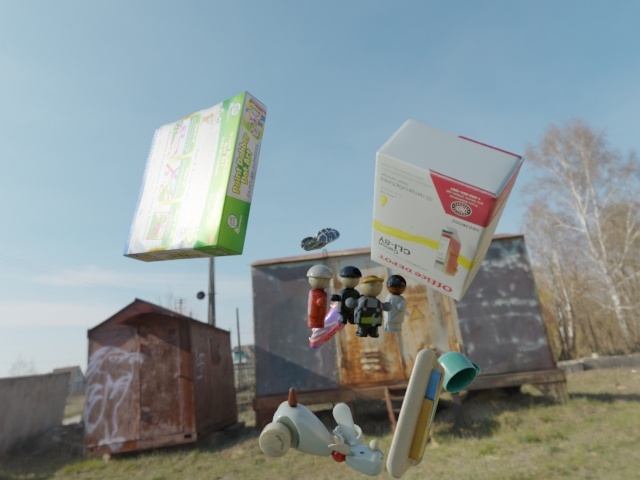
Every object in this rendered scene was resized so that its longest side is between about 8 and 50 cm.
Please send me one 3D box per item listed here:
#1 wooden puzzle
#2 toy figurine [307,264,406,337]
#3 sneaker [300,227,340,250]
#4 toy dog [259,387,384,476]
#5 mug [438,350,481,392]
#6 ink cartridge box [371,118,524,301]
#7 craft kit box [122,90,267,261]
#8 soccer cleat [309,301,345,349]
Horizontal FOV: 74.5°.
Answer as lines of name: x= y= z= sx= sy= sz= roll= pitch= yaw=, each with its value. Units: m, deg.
wooden puzzle: x=0.199 y=0.334 z=0.811 sx=0.044 sy=0.221 sz=0.238 roll=13 pitch=-17 yaw=27
toy figurine: x=0.087 y=0.132 z=0.976 sx=0.209 sy=0.148 sz=0.213 roll=2 pitch=-5 yaw=38
sneaker: x=0.000 y=0.000 z=1.402 sx=0.135 sy=0.052 sz=0.058 roll=-18 pitch=-24 yaw=1
toy dog: x=0.009 y=0.498 z=1.128 sx=0.334 sy=0.161 sz=0.220 roll=12 pitch=11 yaw=-13
mug: x=0.478 y=0.463 z=1.497 sx=0.158 sy=0.097 sz=0.129 roll=33 pitch=-77 yaw=-38
ink cartridge box: x=0.285 y=-0.061 z=1.043 sx=0.279 sy=0.160 sz=0.384 roll=26 pitch=-34 yaw=24
craft kit box: x=-0.209 y=-0.094 z=0.690 sx=0.247 sy=0.250 sz=0.061 roll=-6 pitch=-20 yaw=39
soccer cleat: x=0.045 y=0.338 z=1.656 sx=0.095 sy=0.248 sz=0.083 roll=36 pitch=6 yaw=35
